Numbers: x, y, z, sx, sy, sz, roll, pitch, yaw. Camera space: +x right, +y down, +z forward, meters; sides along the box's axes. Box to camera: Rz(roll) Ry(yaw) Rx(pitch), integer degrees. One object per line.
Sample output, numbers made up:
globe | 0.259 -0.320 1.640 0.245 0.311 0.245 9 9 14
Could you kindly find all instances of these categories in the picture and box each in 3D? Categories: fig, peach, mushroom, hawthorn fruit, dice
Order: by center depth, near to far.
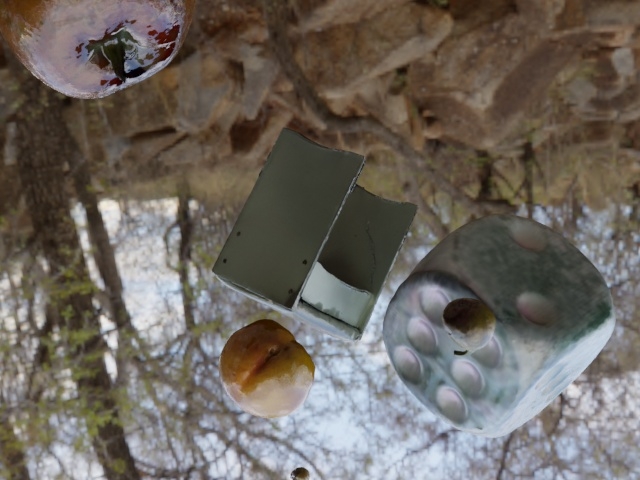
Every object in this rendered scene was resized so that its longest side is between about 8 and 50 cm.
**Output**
hawthorn fruit | -0.291 -0.311 1.133 0.268 0.267 0.300 -8 -119 -10
peach | -0.077 0.181 1.243 0.138 0.138 0.138 -5 -161 2
fig | 0.233 0.139 1.380 0.084 0.098 0.082 -7 -154 24
mushroom | -0.107 0.564 1.678 0.043 0.306 0.068 31 -179 4
dice | 0.354 0.170 1.788 0.348 0.328 0.330 -20 -124 -37

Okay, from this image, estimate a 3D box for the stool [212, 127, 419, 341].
stool | 0.000 0.000 1.451 0.170 0.269 0.244 23 175 32
